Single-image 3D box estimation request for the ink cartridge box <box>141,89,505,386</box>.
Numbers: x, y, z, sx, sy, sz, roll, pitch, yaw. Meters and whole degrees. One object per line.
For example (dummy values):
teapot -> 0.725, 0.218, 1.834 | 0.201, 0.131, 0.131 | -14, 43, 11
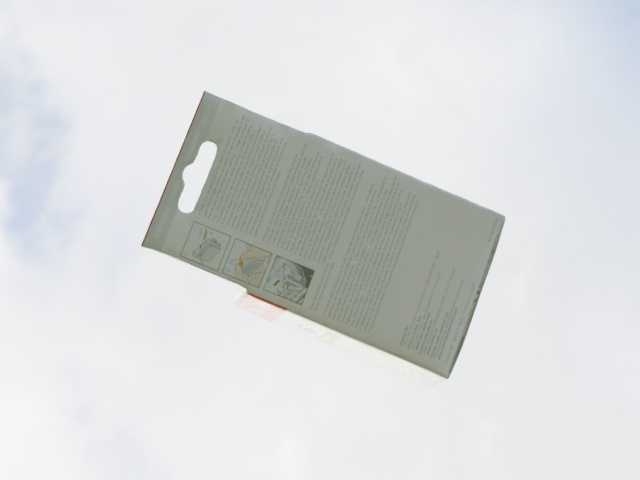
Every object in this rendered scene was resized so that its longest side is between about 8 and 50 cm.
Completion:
ink cartridge box -> 0.000, 0.000, 0.618 | 0.115, 0.029, 0.063 | 23, -105, -7
